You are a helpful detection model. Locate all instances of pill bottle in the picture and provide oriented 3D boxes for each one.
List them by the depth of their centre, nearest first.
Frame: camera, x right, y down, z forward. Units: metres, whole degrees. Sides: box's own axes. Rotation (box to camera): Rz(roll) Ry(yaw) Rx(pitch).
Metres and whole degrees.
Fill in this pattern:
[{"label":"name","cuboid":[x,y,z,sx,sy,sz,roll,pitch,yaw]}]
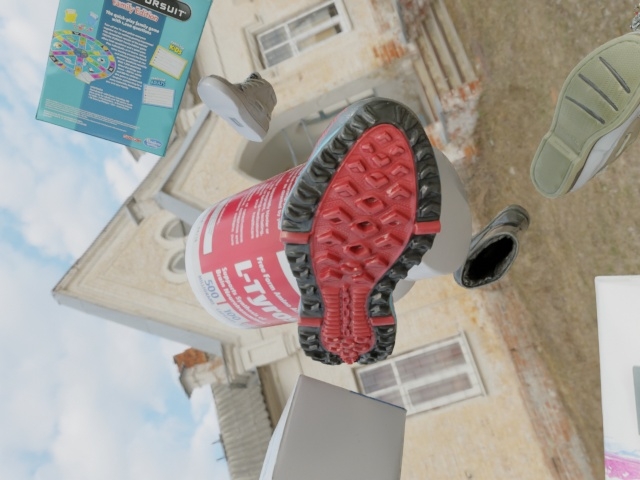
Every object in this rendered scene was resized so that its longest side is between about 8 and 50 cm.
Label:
[{"label":"pill bottle","cuboid":[0.000,0.000,0.821,0.229,0.408,0.228,16,-113,-42]}]

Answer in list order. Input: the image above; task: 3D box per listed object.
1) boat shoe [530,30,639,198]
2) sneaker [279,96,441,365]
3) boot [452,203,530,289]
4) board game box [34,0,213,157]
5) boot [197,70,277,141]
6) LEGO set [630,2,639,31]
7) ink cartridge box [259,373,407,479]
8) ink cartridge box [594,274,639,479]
[{"label":"boat shoe","cuboid":[0.432,-0.192,0.857,0.113,0.103,0.302,62,159,26]},{"label":"sneaker","cuboid":[0.018,-0.011,0.437,0.261,0.104,0.125,99,171,-48]},{"label":"boot","cuboid":[0.252,0.035,0.860,0.076,0.189,0.208,32,-151,7]},{"label":"board game box","cuboid":[-0.384,-0.360,1.088,0.254,0.336,0.079,15,-154,-22]},{"label":"boot","cuboid":[-0.177,-0.329,1.242,0.258,0.095,0.123,43,-116,-68]},{"label":"LEGO set","cuboid":[0.617,-0.437,1.078,0.023,0.054,0.083,21,-131,-14]},{"label":"ink cartridge box","cuboid":[0.004,0.352,0.831,0.168,0.171,0.232,-74,2,-47]},{"label":"ink cartridge box","cuboid":[0.283,0.128,0.381,0.207,0.119,0.353,7,-98,-47]}]
